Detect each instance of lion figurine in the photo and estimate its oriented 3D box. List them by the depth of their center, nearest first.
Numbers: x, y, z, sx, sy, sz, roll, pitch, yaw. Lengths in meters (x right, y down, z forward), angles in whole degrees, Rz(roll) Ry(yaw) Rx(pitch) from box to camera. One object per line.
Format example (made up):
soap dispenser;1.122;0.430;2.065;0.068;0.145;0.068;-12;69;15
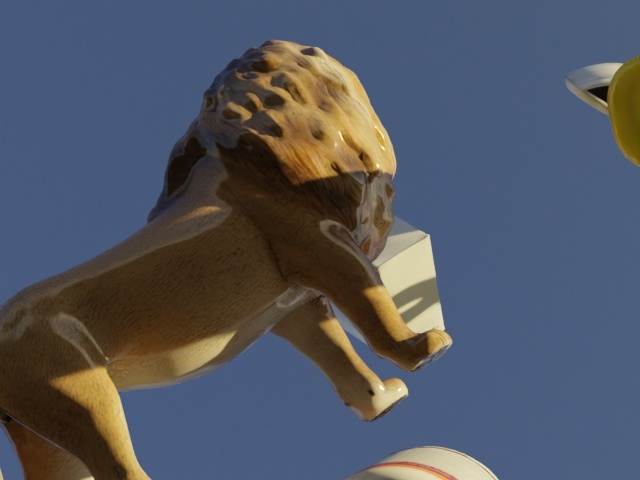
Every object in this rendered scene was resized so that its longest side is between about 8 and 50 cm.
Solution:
lion figurine;-0.088;0.041;0.970;0.240;0.392;0.142;51;-28;13

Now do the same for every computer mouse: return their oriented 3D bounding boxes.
computer mouse;0.280;-0.092;1.270;0.193;0.106;0.042;28;-74;-8

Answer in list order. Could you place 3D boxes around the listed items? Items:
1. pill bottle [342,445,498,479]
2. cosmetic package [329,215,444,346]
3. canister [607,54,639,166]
pill bottle;0.064;0.196;1.054;0.121;0.221;0.121;-1;-92;12
cosmetic package;0.000;0.000;1.341;0.060;0.239;0.099;-33;-49;-23
canister;0.261;-0.085;0.945;0.126;0.170;0.073;-18;-98;42
